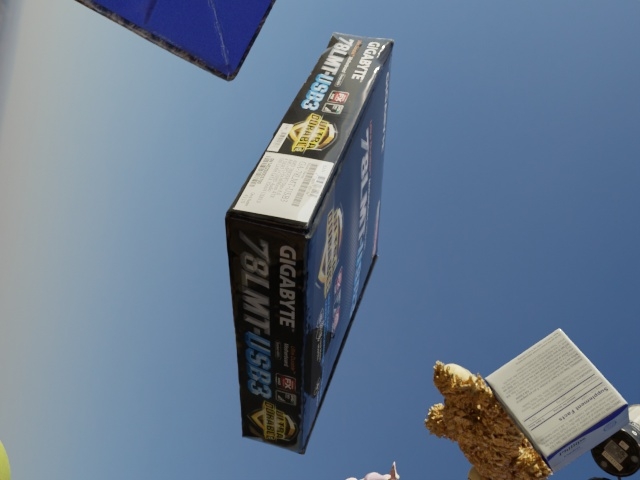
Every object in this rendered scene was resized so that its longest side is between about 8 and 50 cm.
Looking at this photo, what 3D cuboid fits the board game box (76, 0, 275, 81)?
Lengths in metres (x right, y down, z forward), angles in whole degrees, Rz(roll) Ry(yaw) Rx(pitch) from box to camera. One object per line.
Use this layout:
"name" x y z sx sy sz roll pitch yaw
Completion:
"board game box" -0.138 -0.302 0.661 0.291 0.141 0.232 39 -78 51

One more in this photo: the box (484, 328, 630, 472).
"box" 0.313 0.212 0.985 0.126 0.072 0.137 -34 -131 0

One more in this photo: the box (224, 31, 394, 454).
"box" 0.000 0.000 0.715 0.293 0.073 0.295 -64 162 -45

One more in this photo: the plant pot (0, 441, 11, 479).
"plant pot" -0.488 0.290 0.775 0.275 0.293 0.274 3 -83 23

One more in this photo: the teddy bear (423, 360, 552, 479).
"teddy bear" 0.275 0.334 1.227 0.113 0.245 0.338 -50 152 -29

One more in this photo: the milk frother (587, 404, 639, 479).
"milk frother" 0.513 0.370 1.261 0.143 0.135 0.129 -43 -112 36

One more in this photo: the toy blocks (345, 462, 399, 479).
"toy blocks" 0.082 0.642 1.570 0.260 0.309 0.288 -35 -127 44
